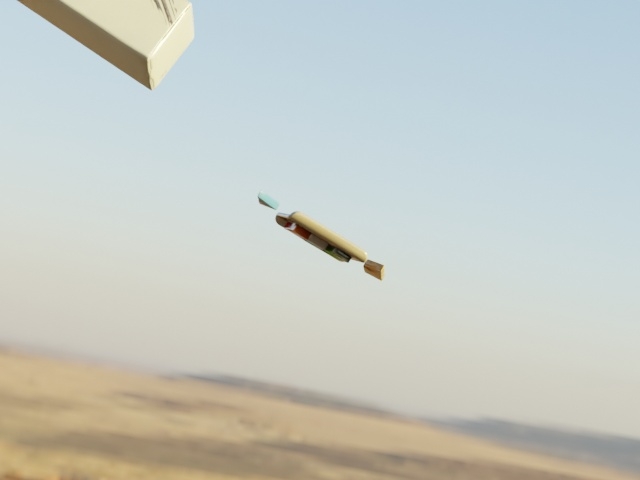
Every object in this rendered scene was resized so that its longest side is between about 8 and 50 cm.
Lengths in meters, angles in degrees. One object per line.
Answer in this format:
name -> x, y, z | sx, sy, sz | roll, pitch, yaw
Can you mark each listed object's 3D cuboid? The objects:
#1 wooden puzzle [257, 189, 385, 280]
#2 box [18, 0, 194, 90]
wooden puzzle -> 0.000, 0.000, 1.441 | 0.116, 0.014, 0.078 | 30, -8, -3
box -> -0.290, -0.307, 2.332 | 0.275, 0.094, 0.113 | 34, -15, 7
